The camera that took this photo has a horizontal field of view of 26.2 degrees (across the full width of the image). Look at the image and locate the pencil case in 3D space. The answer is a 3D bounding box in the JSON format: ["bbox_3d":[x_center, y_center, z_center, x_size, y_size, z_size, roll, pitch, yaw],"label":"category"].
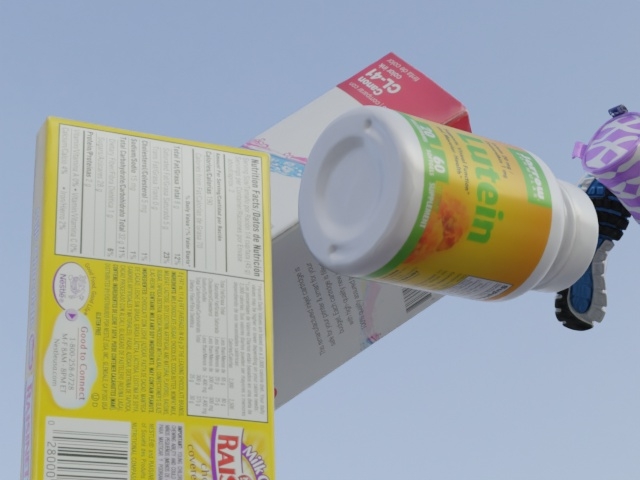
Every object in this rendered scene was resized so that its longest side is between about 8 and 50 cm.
[{"bbox_3d":[0.345,-0.038,1.402,0.088,0.086,0.206,-24,-61,40],"label":"pencil case"}]

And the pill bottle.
[{"bbox_3d":[0.115,-0.022,1.145,0.245,0.136,0.136,11,-40,-39],"label":"pill bottle"}]

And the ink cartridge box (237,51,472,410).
[{"bbox_3d":[0.000,0.000,1.304,0.306,0.131,0.226,-31,-40,-15],"label":"ink cartridge box"}]

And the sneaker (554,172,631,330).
[{"bbox_3d":[0.288,-0.003,1.495,0.071,0.083,0.191,11,-64,2],"label":"sneaker"}]

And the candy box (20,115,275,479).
[{"bbox_3d":[-0.071,0.051,0.575,0.105,0.206,0.027,10,-25,-26],"label":"candy box"}]
